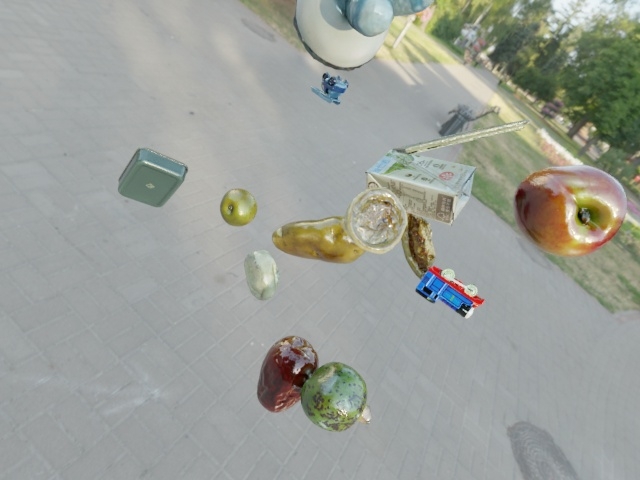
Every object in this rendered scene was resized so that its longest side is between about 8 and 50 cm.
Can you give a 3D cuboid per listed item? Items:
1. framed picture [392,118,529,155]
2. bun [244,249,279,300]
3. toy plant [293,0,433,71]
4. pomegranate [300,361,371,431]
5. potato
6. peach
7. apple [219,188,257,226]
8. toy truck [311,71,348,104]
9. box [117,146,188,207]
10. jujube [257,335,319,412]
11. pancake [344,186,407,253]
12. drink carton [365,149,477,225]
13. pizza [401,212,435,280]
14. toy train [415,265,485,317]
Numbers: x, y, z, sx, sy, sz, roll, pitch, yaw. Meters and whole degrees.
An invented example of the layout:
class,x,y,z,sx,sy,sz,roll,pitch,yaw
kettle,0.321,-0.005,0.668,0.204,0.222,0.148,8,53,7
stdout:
class,x,y,z,sx,sy,sz,roll,pitch,yaw
framed picture,0.258,-0.202,0.808,0.274,0.216,0.017,-61,139,-75
bun,-0.268,0.164,1.898,0.141,0.239,0.239,-11,53,-24
toy plant,0.092,-0.503,0.789,0.247,0.247,0.332,28,-6,-16
pomegranate,0.064,0.569,1.454,0.270,0.254,0.254,32,31,-2
potato,0.000,0.000,1.471,0.368,0.177,0.195,-1,7,21
peach,0.650,-0.092,1.098,0.245,0.249,0.275,31,9,1
apple,-0.193,-0.077,0.941,0.089,0.090,0.074,47,21,13
toy truck,0.023,-0.453,1.182,0.063,0.074,0.136,0,35,-34
box,-0.298,-0.106,0.711,0.090,0.126,0.031,22,53,-35
jujube,-0.137,0.537,1.618,0.222,0.318,0.223,24,19,-9
pancake,0.125,-0.047,0.888,0.151,0.025,0.152,2,84,-16
drink carton,0.341,-0.190,1.382,0.324,0.132,0.194,21,45,30
pizza,0.350,0.009,1.462,0.056,0.134,0.272,2,82,-30
toy train,0.432,0.175,1.352,0.203,0.131,0.082,36,-1,19
